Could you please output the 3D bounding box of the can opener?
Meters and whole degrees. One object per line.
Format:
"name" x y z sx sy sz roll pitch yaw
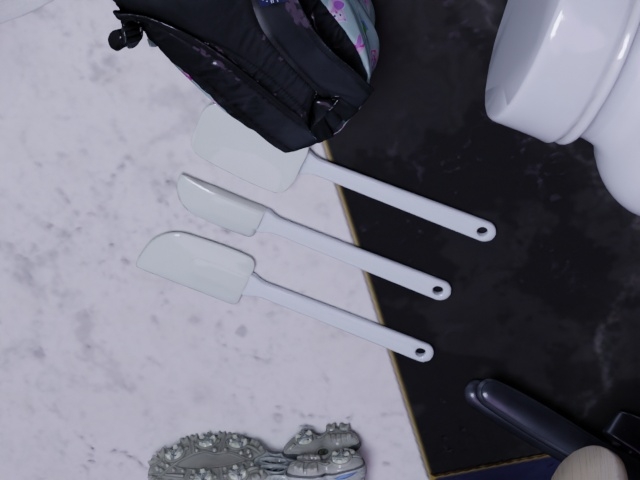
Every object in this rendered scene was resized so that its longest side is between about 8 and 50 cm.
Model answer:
"can opener" 0.196 0.157 1.571 0.186 0.073 0.059 25 158 -8

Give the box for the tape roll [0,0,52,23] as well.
"tape roll" -0.280 -0.318 1.299 0.392 0.072 0.392 1 121 2

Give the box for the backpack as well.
"backpack" -0.037 -0.153 1.358 0.152 0.115 0.182 -32 116 33

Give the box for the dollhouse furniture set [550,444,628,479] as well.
"dollhouse furniture set" 0.329 0.223 1.497 0.362 0.256 0.394 28 135 -33

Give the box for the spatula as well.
"spatula" 0.000 0.000 1.502 0.242 0.019 0.168 21 119 -9

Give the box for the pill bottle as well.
"pill bottle" 0.327 -0.095 1.303 0.407 0.229 0.229 19 120 -8

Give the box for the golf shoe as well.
"golf shoe" -0.050 0.200 1.600 0.176 0.069 0.086 -2 127 6
